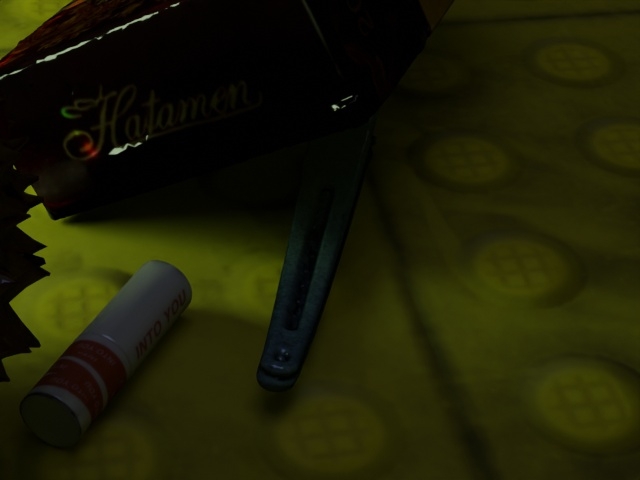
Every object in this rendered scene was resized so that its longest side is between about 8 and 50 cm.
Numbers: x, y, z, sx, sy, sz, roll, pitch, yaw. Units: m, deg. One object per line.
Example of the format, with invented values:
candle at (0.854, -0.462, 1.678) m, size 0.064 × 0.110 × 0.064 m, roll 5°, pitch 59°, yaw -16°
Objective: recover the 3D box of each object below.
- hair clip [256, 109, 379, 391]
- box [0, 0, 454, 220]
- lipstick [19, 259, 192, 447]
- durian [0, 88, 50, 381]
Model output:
hair clip at (0.000, 0.000, 0.845) m, size 0.048 × 0.083 × 0.275 m, roll 13°, pitch 44°, yaw -1°
box at (-0.028, -0.188, 0.950) m, size 0.264 × 0.116 × 0.415 m, roll -14°, pitch 26°, yaw 31°
lipstick at (-0.120, 0.062, 0.764) m, size 0.038 × 0.038 × 0.131 m, roll 16°, pitch 39°, yaw 17°
durian at (-0.296, 0.007, 0.588) m, size 0.347 × 0.348 × 0.384 m, roll 2°, pitch 64°, yaw 0°
